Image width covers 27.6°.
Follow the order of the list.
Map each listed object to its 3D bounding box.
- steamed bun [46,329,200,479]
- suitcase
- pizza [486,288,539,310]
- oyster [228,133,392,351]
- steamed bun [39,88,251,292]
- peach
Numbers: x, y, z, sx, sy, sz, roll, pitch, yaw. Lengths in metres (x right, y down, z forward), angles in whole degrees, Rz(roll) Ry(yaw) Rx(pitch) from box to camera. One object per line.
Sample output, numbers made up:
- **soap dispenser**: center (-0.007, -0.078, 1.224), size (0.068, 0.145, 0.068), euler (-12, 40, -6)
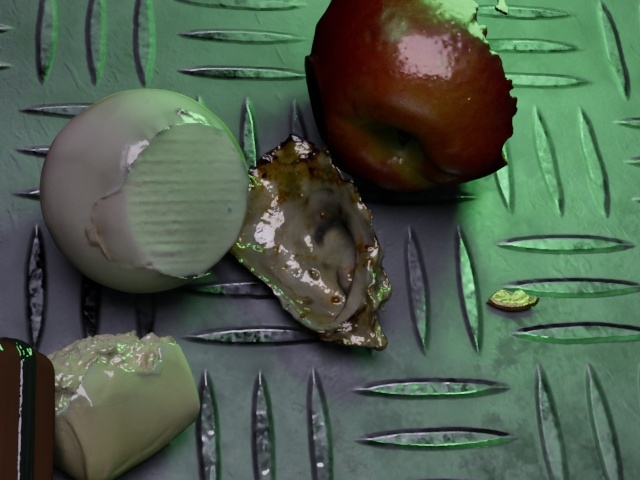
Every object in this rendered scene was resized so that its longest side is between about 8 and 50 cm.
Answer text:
- **steamed bun**: center (-0.280, 0.199, 1.755), size (0.225, 0.170, 0.200), euler (-32, 62, -27)
- **suitcase**: center (-0.485, 0.242, 1.626), size (0.297, 0.161, 0.236), euler (-8, 71, 19)
- **pizza**: center (0.296, 0.092, 2.008), size (0.083, 0.016, 0.037), euler (0, 58, -5)
- **oyster**: center (0.009, 0.005, 1.954), size (0.361, 0.096, 0.221), euler (43, 95, 23)
- **steamed bun**: center (-0.276, -0.075, 1.886), size (0.309, 0.309, 0.309), euler (4, 56, -6)
- **peach**: center (0.133, -0.258, 2.022), size (0.310, 0.335, 0.406), euler (-9, 57, 0)
